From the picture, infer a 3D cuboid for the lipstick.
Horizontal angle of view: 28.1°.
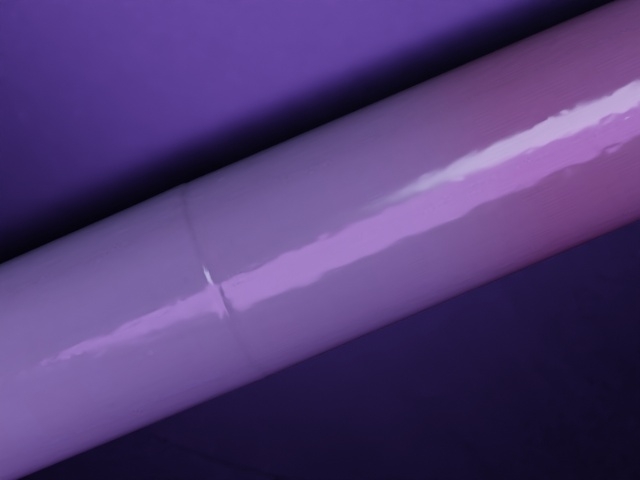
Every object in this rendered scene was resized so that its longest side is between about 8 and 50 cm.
[{"bbox_3d":[0.000,0.000,0.523,0.327,0.087,0.087,-23,107,4],"label":"lipstick"}]
